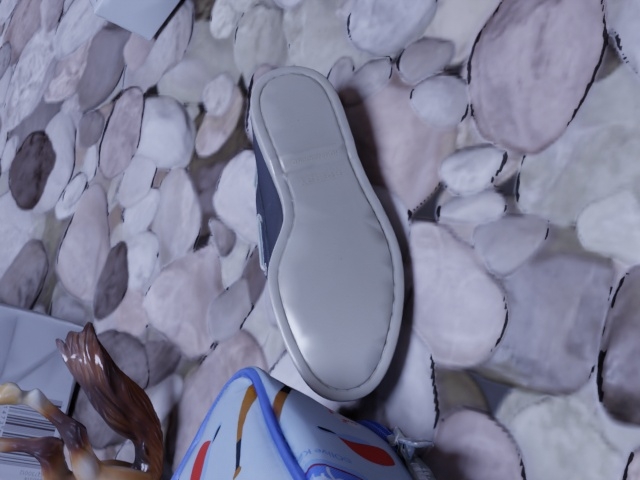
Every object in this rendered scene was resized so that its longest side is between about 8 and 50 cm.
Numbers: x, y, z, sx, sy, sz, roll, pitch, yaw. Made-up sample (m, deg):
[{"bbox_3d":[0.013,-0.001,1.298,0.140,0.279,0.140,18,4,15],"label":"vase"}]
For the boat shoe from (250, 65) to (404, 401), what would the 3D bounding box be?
[{"bbox_3d":[0.000,0.000,0.641,0.065,0.075,0.206,99,161,-64],"label":"boat shoe"}]

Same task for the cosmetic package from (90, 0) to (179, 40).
[{"bbox_3d":[-0.092,-0.273,0.828,0.239,0.060,0.099,-48,44,21],"label":"cosmetic package"}]

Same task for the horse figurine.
[{"bbox_3d":[-0.171,0.186,0.671,0.066,0.174,0.263,19,75,56],"label":"horse figurine"}]

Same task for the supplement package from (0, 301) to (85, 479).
[{"bbox_3d":[-0.341,0.113,0.840,0.293,0.175,0.177,7,80,47],"label":"supplement package"}]

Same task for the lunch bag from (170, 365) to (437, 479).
[{"bbox_3d":[-0.043,0.215,0.517,0.303,0.115,0.243,-59,20,8],"label":"lunch bag"}]
